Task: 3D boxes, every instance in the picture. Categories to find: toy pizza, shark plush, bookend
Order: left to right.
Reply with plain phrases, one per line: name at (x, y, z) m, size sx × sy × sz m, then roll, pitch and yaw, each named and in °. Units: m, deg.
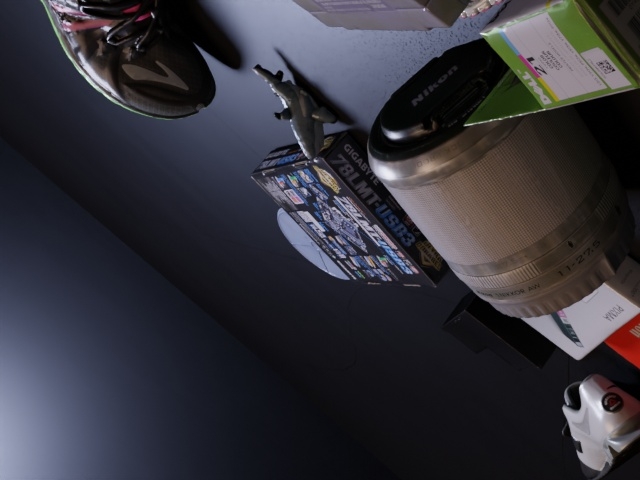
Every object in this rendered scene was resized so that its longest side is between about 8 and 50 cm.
shark plush at (-0.042, -0.204, 1.572) m, size 0.073 × 0.067 × 0.161 m, roll 12°, pitch 143°, yaw 56°
toy pizza at (0.000, 0.000, 2.015) m, size 0.201 × 0.032 × 0.201 m, roll 35°, pitch 160°, yaw 15°
bookend at (0.301, 0.154, 1.730) m, size 0.157 × 0.072 × 0.156 m, roll 38°, pitch 162°, yaw 4°

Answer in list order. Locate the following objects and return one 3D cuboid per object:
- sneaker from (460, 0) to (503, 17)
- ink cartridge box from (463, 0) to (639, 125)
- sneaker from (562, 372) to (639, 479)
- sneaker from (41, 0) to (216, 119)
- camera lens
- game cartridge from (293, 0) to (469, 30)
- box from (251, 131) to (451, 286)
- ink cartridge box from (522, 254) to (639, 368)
sneaker at (0.168, -0.276, 1.028) m, size 0.075 × 0.063 × 0.170 m, roll 52°, pitch 160°, yaw -14°
ink cartridge box at (0.215, -0.206, 0.892) m, size 0.097 × 0.189 × 0.255 m, roll 45°, pitch 161°, yaw -17°
sneaker at (0.470, 0.303, 1.718) m, size 0.146 × 0.122 × 0.330 m, roll 52°, pitch 168°, yaw 24°
sneaker at (-0.320, -0.365, 1.562) m, size 0.202 × 0.185 × 0.483 m, roll 20°, pitch 155°, yaw 53°
camera lens at (0.203, -0.074, 1.168) m, size 0.274 × 0.219 × 0.219 m, roll 49°, pitch 159°, yaw -25°
game cartridge at (0.000, -0.309, 1.107) m, size 0.230 × 0.068 × 0.355 m, roll 28°, pitch -179°, yaw -23°
box at (0.051, -0.043, 1.757) m, size 0.295 × 0.073 × 0.293 m, roll 46°, pitch 159°, yaw -17°
ink cartridge box at (0.413, 0.115, 1.451) m, size 0.239 × 0.060 × 0.275 m, roll 38°, pitch 161°, yaw 10°
